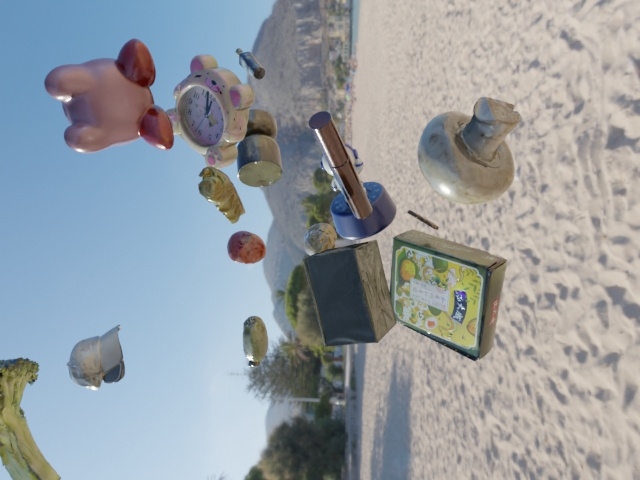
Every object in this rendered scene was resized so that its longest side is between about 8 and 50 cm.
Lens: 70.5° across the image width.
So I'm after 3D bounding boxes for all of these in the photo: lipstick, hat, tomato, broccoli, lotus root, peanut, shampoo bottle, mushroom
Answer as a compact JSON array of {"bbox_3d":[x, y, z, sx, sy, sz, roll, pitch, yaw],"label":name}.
[{"bbox_3d":[0.058,-0.168,1.110,0.356,0.057,0.057,56,-149,-51],"label":"lipstick"},{"bbox_3d":[-0.849,0.440,1.733,0.161,0.275,0.232,29,-151,-51],"label":"hat"},{"bbox_3d":[-0.277,0.015,1.718,0.155,0.156,0.069,-86,9,-45],"label":"tomato"},{"bbox_3d":[-0.754,0.454,1.103,0.252,0.221,0.361,17,132,55],"label":"broccoli"},{"bbox_3d":[-0.198,0.311,1.385,0.090,0.077,0.182,-102,11,-60],"label":"lotus root"},{"bbox_3d":[0.000,0.000,1.370,0.108,0.095,0.226,-54,6,9],"label":"peanut"},{"bbox_3d":[-0.307,-0.760,1.938,0.207,0.057,0.063,53,148,32],"label":"shampoo bottle"},{"bbox_3d":[0.436,-0.254,1.279,0.290,0.298,0.297,132,147,-54],"label":"mushroom"}]

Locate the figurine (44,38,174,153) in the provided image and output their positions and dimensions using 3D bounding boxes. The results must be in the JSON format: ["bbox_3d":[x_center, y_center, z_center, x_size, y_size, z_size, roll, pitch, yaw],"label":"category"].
[{"bbox_3d":[-0.526,-0.354,1.170,0.211,0.262,0.269,-120,17,-66],"label":"figurine"}]

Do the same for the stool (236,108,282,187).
[{"bbox_3d":[-0.254,-0.370,1.834,0.179,0.179,0.264,85,176,-64],"label":"stool"}]

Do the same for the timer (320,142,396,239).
[{"bbox_3d":[0.127,-0.224,1.837,0.270,0.271,0.383,-84,-28,-55],"label":"timer"}]

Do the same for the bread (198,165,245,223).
[{"bbox_3d":[-0.291,-0.138,1.376,0.232,0.088,0.128,60,-169,-68],"label":"bread"}]

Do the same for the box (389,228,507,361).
[{"bbox_3d":[0.460,0.192,1.715,0.138,0.420,0.372,-20,-61,-40],"label":"box"}]

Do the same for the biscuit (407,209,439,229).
[{"bbox_3d":[0.382,-0.078,1.682,0.019,0.130,0.119,-60,2,10],"label":"biscuit"}]

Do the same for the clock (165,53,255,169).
[{"bbox_3d":[-0.363,-0.422,1.495,0.114,0.284,0.309,-36,-16,-52],"label":"clock"}]

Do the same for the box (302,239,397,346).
[{"bbox_3d":[0.078,0.130,1.144,0.155,0.149,0.231,-17,-86,-60],"label":"box"}]
